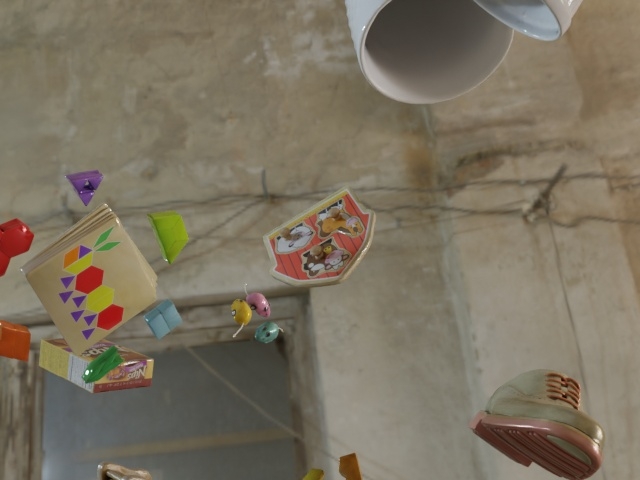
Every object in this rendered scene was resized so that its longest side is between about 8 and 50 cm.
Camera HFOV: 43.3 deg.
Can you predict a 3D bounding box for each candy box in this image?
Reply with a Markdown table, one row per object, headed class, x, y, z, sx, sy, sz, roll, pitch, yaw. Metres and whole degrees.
| class | x | y | z | sx | sy | sz | roll | pitch | yaw |
| --- | --- | --- | --- | --- | --- | --- | --- | --- | --- |
| candy box | -0.377 | 0.204 | 1.349 | 0.187 | 0.053 | 0.109 | 12 | 6 | 44 |

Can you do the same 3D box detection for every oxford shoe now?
| class | x | y | z | sx | sy | sz | roll | pitch | yaw |
| --- | --- | --- | --- | --- | --- | --- | --- | --- | --- |
| oxford shoe | 0.320 | 0.247 | 1.176 | 0.140 | 0.146 | 0.397 | 36 | -10 | 1 |

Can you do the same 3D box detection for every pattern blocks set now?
| class | x | y | z | sx | sy | sz | roll | pitch | yaw |
| --- | --- | --- | --- | --- | --- | --- | --- | --- | --- |
| pattern blocks set | -0.299 | 0.052 | 1.056 | 0.285 | 0.026 | 0.325 | -30 | -43 | -28 |

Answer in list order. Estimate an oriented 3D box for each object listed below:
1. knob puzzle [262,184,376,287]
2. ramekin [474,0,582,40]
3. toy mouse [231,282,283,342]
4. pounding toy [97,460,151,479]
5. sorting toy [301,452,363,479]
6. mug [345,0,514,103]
| class | x | y | z | sx | sy | sz | roll | pitch | yaw |
| --- | --- | --- | --- | --- | --- | --- | --- | --- | --- |
| knob puzzle | 0.000 | 0.000 | 1.273 | 0.213 | 0.213 | 0.030 | -16 | -48 | 20 |
| ramekin | 0.270 | -0.373 | 1.077 | 0.109 | 0.207 | 0.207 | -52 | -34 | 4 |
| toy mouse | -0.119 | 0.155 | 1.649 | 0.143 | 0.161 | 0.031 | 32 | -59 | -33 |
| pounding toy | -0.335 | 0.468 | 1.235 | 0.155 | 0.269 | 0.154 | 10 | 5 | 41 |
| sorting toy | 0.018 | 0.500 | 1.286 | 0.229 | 0.307 | 0.041 | -17 | -38 | 4 |
| mug | 0.226 | -0.475 | 1.490 | 0.374 | 0.328 | 0.276 | -14 | -39 | 5 |
